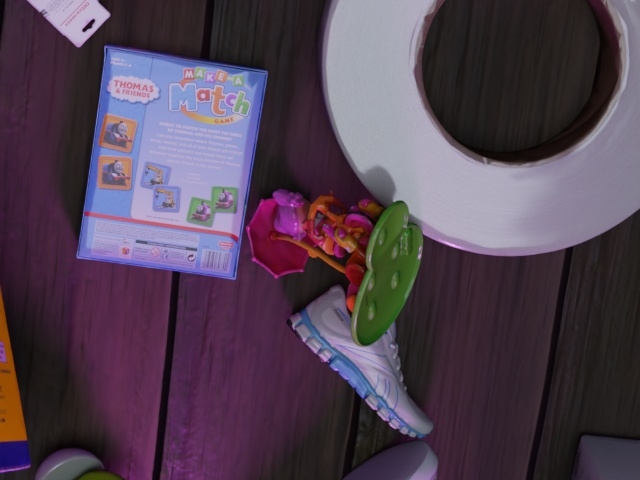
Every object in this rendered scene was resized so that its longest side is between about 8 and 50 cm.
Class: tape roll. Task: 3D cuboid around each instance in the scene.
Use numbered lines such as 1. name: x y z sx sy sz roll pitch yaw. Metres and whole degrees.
1. tape roll: 0.190 -0.179 1.432 0.392 0.072 0.392 -1 103 -5

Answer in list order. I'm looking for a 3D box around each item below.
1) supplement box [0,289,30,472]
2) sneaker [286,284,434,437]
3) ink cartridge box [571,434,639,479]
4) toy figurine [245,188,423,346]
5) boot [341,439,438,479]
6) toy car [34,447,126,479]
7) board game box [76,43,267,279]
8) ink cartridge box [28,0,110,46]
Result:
1. supplement box: -0.398 0.045 1.265 0.194 0.195 0.356 -13 82 2
2. sneaker: 0.059 0.122 1.490 0.083 0.071 0.190 -45 103 -1
3. ink cartridge box: 0.413 0.292 1.470 0.275 0.239 0.060 7 111 -7
4. toy figurine: 0.000 0.000 1.414 0.159 0.173 0.130 25 56 21
5. boot: 0.049 0.326 1.531 0.258 0.095 0.123 -41 109 13
6. toy car: -0.244 0.315 1.479 0.182 0.159 0.136 -45 137 5
7. board game box: -0.147 -0.077 1.439 0.160 0.039 0.211 8 102 -7
8. ink cartridge box: -0.246 -0.231 1.400 0.048 0.028 0.083 -44 102 5
